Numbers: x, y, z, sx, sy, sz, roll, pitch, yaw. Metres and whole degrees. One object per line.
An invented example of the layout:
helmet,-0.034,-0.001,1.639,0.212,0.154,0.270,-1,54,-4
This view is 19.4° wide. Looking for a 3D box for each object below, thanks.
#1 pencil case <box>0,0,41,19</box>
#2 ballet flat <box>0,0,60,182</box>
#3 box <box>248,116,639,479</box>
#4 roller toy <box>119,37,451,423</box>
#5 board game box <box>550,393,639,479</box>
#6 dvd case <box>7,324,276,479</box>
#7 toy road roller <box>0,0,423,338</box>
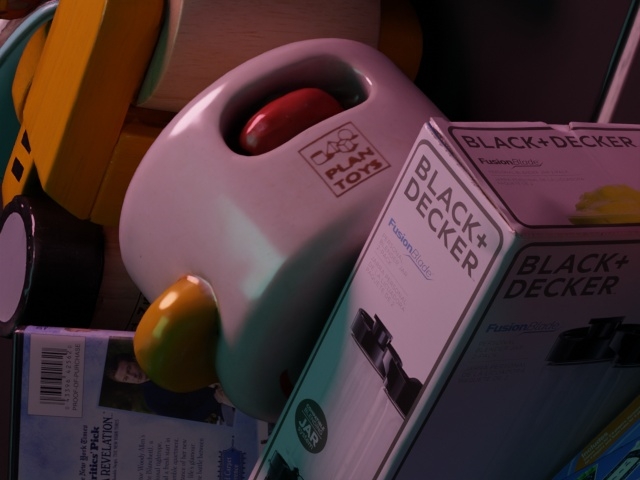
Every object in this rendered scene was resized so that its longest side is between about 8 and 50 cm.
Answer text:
pencil case,-0.134,-0.240,1.153,0.284,0.124,0.124,-26,69,38
ballet flat,-0.144,-0.202,1.352,0.400,0.139,0.139,-51,51,37
box,0.082,0.076,0.975,0.087,0.169,0.290,56,132,38
roller toy,0.000,0.000,1.026,0.191,0.209,0.146,-52,59,19
board game box,0.098,0.211,0.943,0.281,0.027,0.145,-47,28,16
dvd case,-0.066,0.148,1.149,0.022,0.253,0.180,-83,-4,-83
toy road roller,-0.101,-0.091,1.216,0.329,0.202,0.241,-64,32,34
